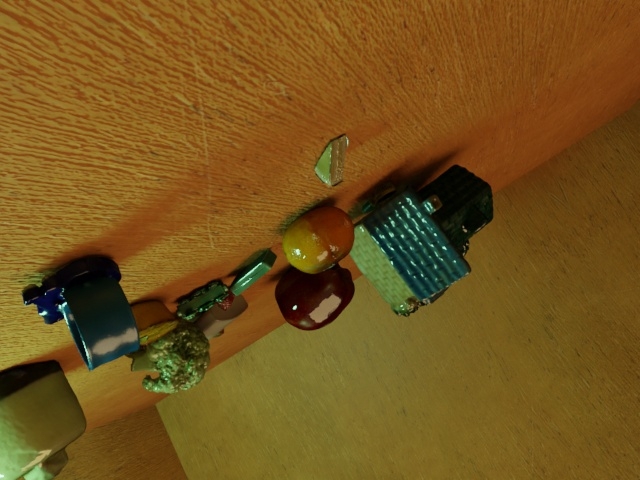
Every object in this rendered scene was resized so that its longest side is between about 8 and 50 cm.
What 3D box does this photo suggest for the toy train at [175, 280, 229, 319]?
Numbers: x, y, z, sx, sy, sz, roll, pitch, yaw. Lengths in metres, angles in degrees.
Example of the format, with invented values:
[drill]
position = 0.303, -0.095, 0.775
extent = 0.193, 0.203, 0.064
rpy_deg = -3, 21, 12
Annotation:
[toy train]
position = -0.379, 0.192, 1.484
extent = 0.178, 0.071, 0.104
rpy_deg = -29, 177, -11

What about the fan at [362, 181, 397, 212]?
[fan]
position = 0.188, -0.140, 1.531
extent = 0.082, 0.039, 0.155
rpy_deg = -20, 164, -41

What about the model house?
[model house]
position = 0.388, -0.019, 1.578
extent = 0.445, 0.395, 0.400
rpy_deg = -34, 176, -26

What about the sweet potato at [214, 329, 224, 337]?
[sweet potato]
position = -0.544, 0.446, 2.078
extent = 0.281, 0.067, 0.059
rpy_deg = -32, 131, 27

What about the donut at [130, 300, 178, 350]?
[donut]
position = -0.496, 0.242, 1.335
extent = 0.152, 0.101, 0.259
rpy_deg = -28, 166, -13

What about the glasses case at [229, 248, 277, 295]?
[glasses case]
position = -0.219, 0.104, 1.485
extent = 0.184, 0.039, 0.078
rpy_deg = -38, -163, 30

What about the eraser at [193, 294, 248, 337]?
[eraser]
position = -0.421, 0.320, 1.797
extent = 0.270, 0.095, 0.174
rpy_deg = -38, 171, 36

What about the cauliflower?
[cauliflower]
position = -0.519, 0.419, 1.590
extent = 0.281, 0.260, 0.327
rpy_deg = -32, 132, -3

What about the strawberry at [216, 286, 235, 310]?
[strawberry]
position = -0.335, 0.203, 1.622
extent = 0.083, 0.073, 0.073
rpy_deg = -42, 168, -7

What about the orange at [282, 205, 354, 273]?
[orange]
position = 0.000, 0.000, 1.360
extent = 0.224, 0.170, 0.224
rpy_deg = -29, 169, -6

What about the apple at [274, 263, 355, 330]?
[apple]
position = -0.024, 0.215, 1.893
extent = 0.317, 0.288, 0.288
rpy_deg = -43, 164, 16

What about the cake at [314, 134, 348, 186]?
[cake]
position = 0.025, -0.188, 1.033
extent = 0.052, 0.065, 0.121
rpy_deg = -23, 142, -27

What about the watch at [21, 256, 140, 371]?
[watch]
position = -0.447, 0.149, 0.899
extent = 0.171, 0.200, 0.196
rpy_deg = -27, 163, -26

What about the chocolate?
[chocolate]
position = -0.837, 0.537, 1.292
extent = 0.314, 0.297, 0.326
rpy_deg = -36, 165, 5
